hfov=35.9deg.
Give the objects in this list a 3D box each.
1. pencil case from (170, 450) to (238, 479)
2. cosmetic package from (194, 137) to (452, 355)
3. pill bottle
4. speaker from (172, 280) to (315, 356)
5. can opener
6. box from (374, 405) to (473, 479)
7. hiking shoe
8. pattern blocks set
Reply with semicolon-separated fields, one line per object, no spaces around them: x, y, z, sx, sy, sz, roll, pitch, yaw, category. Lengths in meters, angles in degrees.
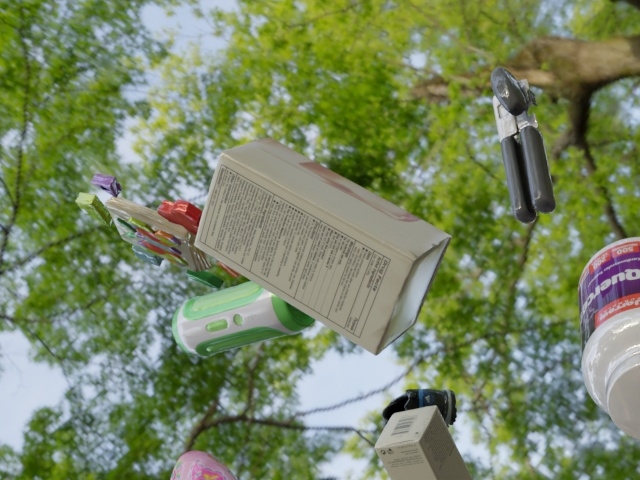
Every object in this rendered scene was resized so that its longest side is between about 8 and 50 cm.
-0.189;0.496;1.816;0.124;0.284;0.124;-7;-73;-25;pencil case
0.000;0.000;1.288;0.129;0.296;0.153;-27;-37;-56;cosmetic package
0.454;0.135;1.374;0.323;0.181;0.181;-64;-18;-62;pill bottle
-0.148;0.144;1.914;0.131;0.296;0.131;26;-124;-45;speaker
0.322;-0.166;1.642;0.076;0.283;0.095;-30;-43;34;can opener
0.204;0.433;1.719;0.275;0.094;0.113;64;-147;-14;box
0.190;0.410;2.267;0.132;0.113;0.304;17;-40;-18;hiking shoe
-0.246;-0.007;1.502;0.026;0.285;0.325;-64;-23;-18;pattern blocks set
